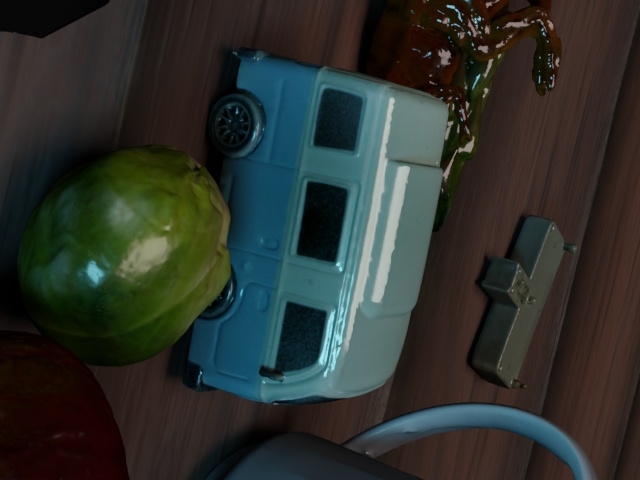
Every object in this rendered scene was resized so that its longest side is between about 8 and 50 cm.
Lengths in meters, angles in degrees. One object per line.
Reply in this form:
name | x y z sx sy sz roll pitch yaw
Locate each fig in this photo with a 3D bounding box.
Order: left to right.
fig | -0.223 0.160 0.546 0.290 0.190 0.191 -22 120 -53

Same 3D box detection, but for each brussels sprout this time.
brussels sprout | -0.127 0.005 0.681 0.155 0.117 0.155 14 90 -79

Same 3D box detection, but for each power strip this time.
power strip | 0.250 0.070 1.332 0.145 0.061 0.216 42 66 -55

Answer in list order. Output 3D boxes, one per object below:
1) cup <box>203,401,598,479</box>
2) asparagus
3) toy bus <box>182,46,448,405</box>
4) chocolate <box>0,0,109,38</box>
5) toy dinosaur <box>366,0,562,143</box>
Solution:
cup | 0.068 0.275 0.887 0.323 0.326 0.237 -64 145 -17
asparagus | 0.139 -0.152 1.063 0.080 0.080 0.287 17 91 -58
toy bus | 0.000 0.000 0.825 0.133 0.164 0.271 1 101 -57
chocolate | -0.187 -0.167 0.559 0.125 0.080 0.149 -54 151 -11
toy dinosaur | 0.126 -0.223 0.961 0.208 0.097 0.432 3 100 -14
